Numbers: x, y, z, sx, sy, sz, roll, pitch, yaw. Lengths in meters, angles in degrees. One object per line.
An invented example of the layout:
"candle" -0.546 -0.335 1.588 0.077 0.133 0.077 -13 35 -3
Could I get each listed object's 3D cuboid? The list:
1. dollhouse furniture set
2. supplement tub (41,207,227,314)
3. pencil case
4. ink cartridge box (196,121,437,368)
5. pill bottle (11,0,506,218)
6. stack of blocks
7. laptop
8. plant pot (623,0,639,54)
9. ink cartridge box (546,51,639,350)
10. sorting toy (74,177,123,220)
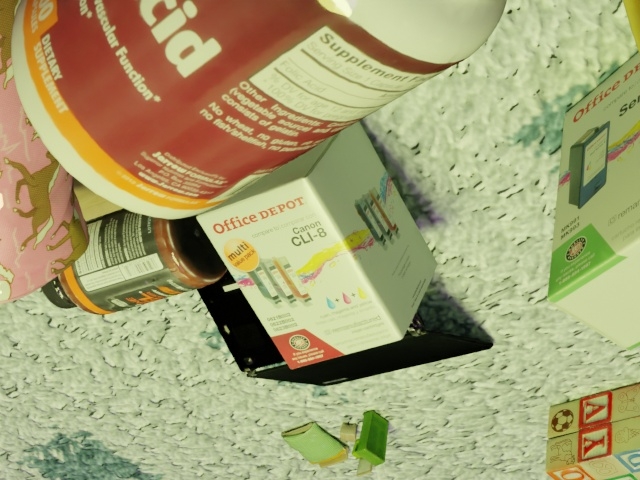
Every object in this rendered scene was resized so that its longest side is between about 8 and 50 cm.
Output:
"dollhouse furniture set" 0.020 0.265 1.471 0.152 0.058 0.076 -26 128 38
"supplement tub" -0.193 0.015 1.187 0.198 0.106 0.106 -16 133 32
"pencil case" -0.303 -0.122 0.961 0.167 0.160 0.386 29 141 34
"ink cartridge box" 0.000 0.000 1.062 0.128 0.127 0.176 -19 112 32
"pill bottle" -0.017 -0.184 0.799 0.224 0.224 0.392 37 135 -27
"stack of blocks" 0.415 0.281 1.360 0.171 0.087 0.297 -24 129 37
"laptop" 0.018 0.059 1.257 0.234 0.136 0.264 -18 107 32
"plant pot" 0.304 -0.215 0.682 0.239 0.254 0.254 -13 137 6
"ink cartridge box" 0.262 -0.047 0.902 0.093 0.212 0.154 31 139 -16
"sorting toy" -0.244 -0.081 1.128 0.275 0.046 0.132 -17 133 31
